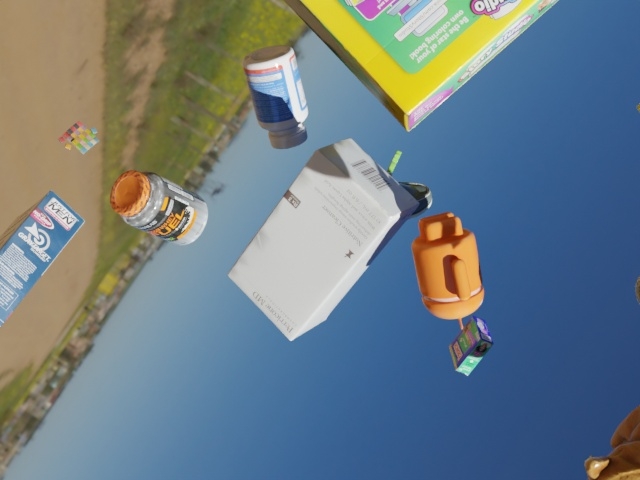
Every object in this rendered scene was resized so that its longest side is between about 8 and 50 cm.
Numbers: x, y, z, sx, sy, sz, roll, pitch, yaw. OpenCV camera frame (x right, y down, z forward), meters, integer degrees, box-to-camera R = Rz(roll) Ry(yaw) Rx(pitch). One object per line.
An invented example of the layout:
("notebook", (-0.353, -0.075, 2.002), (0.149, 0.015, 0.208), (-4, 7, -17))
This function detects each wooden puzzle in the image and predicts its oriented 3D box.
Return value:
("wooden puzzle", (-0.418, -0.179, 1.622), (0.006, 0.049, 0.083), (-40, -168, 39))

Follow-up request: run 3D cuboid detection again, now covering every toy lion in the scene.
("toy lion", (0.187, -0.192, 2.456), (0.096, 0.034, 0.100), (-63, 179, 18))

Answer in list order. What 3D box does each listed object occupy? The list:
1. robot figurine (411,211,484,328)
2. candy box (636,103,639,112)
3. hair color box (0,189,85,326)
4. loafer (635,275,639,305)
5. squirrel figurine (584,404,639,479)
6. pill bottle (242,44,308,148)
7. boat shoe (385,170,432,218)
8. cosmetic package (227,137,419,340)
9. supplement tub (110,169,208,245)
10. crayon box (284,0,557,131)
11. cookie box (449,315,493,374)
("robot figurine", (0.250, 0.058, 1.816), (0.158, 0.219, 0.128), (1, -161, 44))
("candy box", (0.569, -0.168, 1.348), (0.027, 0.105, 0.206), (-40, -159, -26))
("hair color box", (-0.654, 0.066, 1.936), (0.174, 0.105, 0.347), (-26, -154, 43))
("loafer", (0.524, 0.158, 1.175), (0.112, 0.319, 0.111), (-34, 171, -17))
("squirrel figurine", (0.652, 0.373, 1.660), (0.370, 0.281, 0.397), (-26, 171, -24))
("pill bottle", (-0.098, -0.330, 2.160), (0.124, 0.222, 0.124), (-10, -152, 6))
("boat shoe", (0.152, -0.116, 2.289), (0.116, 0.319, 0.099), (50, -43, 44))
("cosmetic package", (0.000, 0.000, 1.950), (0.385, 0.217, 0.156), (-54, 166, 29))
("supplement tub", (-0.327, -0.068, 1.880), (0.117, 0.190, 0.117), (-12, -112, 31))
("crayon box", (0.163, -0.404, 1.411), (0.363, 0.313, 0.106), (-41, 171, -2))
("cookie box", (0.354, 0.247, 2.191), (0.107, 0.040, 0.092), (-58, -159, 26))
